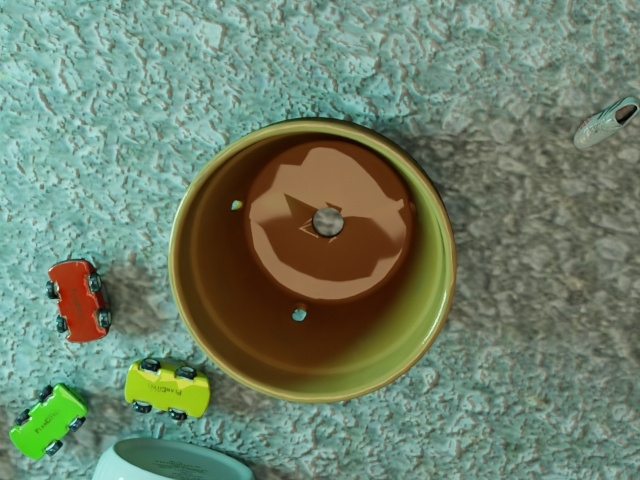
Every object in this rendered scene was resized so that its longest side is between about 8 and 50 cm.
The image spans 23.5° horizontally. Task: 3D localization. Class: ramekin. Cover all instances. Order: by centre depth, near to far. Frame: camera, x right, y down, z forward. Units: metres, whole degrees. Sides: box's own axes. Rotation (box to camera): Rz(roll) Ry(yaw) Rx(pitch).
[{"bbox_3d":[-0.164,0.297,1.718,0.207,0.207,0.109,14,96,2],"label":"ramekin"}]

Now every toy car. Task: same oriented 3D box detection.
[{"bbox_3d":[-0.269,0.160,1.766,0.239,0.053,0.225,45,104,-5],"label":"toy car"}]

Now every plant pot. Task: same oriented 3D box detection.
[{"bbox_3d":[0.000,0.000,1.620,0.291,0.203,0.291,1,105,5],"label":"plant pot"}]

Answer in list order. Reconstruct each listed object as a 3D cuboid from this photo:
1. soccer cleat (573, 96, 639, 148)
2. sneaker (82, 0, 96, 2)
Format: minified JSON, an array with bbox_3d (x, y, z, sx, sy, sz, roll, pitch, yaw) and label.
[{"bbox_3d":[0.307,-0.125,1.644,0.083,0.035,0.029,-33,99,12],"label":"soccer cleat"},{"bbox_3d":[-0.225,-0.301,1.627,0.252,0.103,0.111,21,110,7],"label":"sneaker"}]
